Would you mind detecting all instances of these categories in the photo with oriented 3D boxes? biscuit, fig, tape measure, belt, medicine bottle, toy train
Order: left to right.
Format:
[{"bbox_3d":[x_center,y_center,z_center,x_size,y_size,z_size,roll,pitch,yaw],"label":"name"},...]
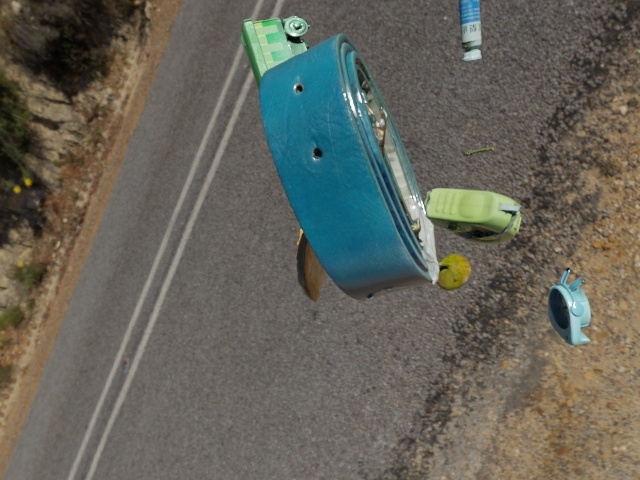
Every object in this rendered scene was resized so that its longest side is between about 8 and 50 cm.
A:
[{"bbox_3d":[-0.105,-0.515,1.343,0.120,0.203,0.300,106,148,-72],"label":"toy train"},{"bbox_3d":[0.000,0.000,1.299,0.040,0.204,0.308,10,62,29],"label":"biscuit"},{"bbox_3d":[0.064,-0.112,0.784,0.173,0.300,0.436,-15,104,23],"label":"belt"},{"bbox_3d":[0.297,0.065,1.043,0.084,0.098,0.082,-16,59,14],"label":"fig"},{"bbox_3d":[0.374,-0.550,1.150,0.051,0.051,0.191,11,116,49],"label":"medicine bottle"},{"bbox_3d":[0.363,-0.058,1.052,0.200,0.175,0.106,5,73,38],"label":"tape measure"}]

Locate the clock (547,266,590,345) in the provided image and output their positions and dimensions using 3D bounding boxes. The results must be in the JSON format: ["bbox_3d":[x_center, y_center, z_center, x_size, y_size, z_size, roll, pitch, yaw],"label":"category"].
[{"bbox_3d":[0.514,0.134,0.950,0.045,0.147,0.108,-9,22,3],"label":"clock"}]

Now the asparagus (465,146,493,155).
[{"bbox_3d":[0.568,-0.320,1.655,0.014,0.015,0.114,-38,22,-33],"label":"asparagus"}]
